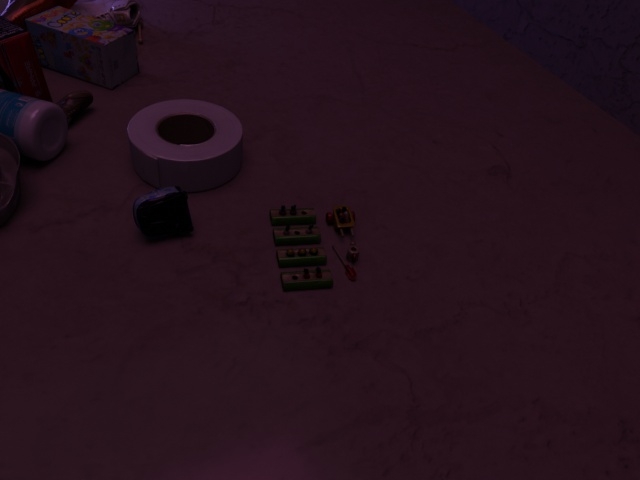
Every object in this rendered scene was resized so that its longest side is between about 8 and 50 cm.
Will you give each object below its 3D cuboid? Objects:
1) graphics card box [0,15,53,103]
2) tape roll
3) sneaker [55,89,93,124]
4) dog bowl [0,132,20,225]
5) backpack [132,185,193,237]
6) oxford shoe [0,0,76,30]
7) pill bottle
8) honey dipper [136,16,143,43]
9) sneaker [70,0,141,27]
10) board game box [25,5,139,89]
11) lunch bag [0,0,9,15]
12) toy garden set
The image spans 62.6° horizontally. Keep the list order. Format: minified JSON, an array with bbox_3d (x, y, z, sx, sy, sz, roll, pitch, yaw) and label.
[{"bbox_3d":[-0.893,-0.501,1.415,0.371,0.232,0.094,29,51,20],"label":"graphics card box"},{"bbox_3d":[-0.343,-0.247,1.350,0.287,0.100,0.286,6,44,-5],"label":"tape roll"},{"bbox_3d":[-0.687,-0.339,1.421,0.071,0.066,0.188,45,57,10],"label":"sneaker"},{"bbox_3d":[-0.824,-0.114,1.126,0.349,0.102,0.348,5,44,-5],"label":"dog bowl"},{"bbox_3d":[-0.352,-0.062,1.160,0.114,0.104,0.084,-18,28,-25],"label":"backpack"},{"bbox_3d":[-0.894,-0.713,1.606,0.133,0.130,0.363,30,60,-1],"label":"oxford shoe"},{"bbox_3d":[-0.775,-0.294,1.287,0.264,0.146,0.146,16,44,6],"label":"pill bottle"},{"bbox_3d":[-0.634,-0.737,1.850,0.031,0.030,0.160,-7,50,-17],"label":"honey dipper"},{"bbox_3d":[-0.730,-0.754,1.773,0.169,0.108,0.292,7,41,18],"label":"sneaker"},{"bbox_3d":[-0.716,-0.588,1.598,0.276,0.144,0.142,21,44,9],"label":"board game box"},{"bbox_3d":[-1.001,-0.716,1.673,0.262,0.160,0.223,35,45,7],"label":"lunch bag"},{"bbox_3d":[0.000,0.000,1.195,0.204,0.049,0.244,-3,45,-13],"label":"toy garden set"}]
